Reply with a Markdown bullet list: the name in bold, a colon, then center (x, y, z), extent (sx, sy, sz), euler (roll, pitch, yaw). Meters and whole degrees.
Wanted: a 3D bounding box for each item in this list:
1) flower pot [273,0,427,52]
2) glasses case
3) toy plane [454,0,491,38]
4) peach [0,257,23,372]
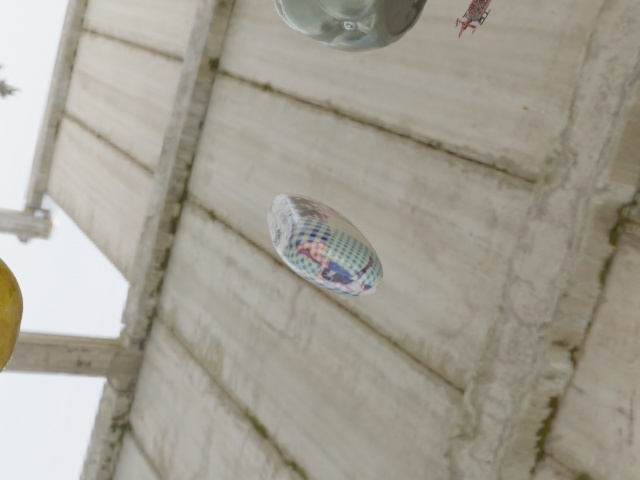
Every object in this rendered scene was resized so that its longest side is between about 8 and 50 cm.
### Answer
- **flower pot**: center (0.039, -0.380, 1.141), extent (0.195, 0.246, 0.246), euler (23, -76, 23)
- **glasses case**: center (0.000, 0.000, 1.091), extent (0.076, 0.125, 0.327), euler (-64, -167, 9)
- **toy plane**: center (0.266, -0.396, 1.434), extent (0.145, 0.037, 0.060), euler (-58, 168, -28)
- **peach**: center (-0.347, 0.084, 0.738), extent (0.103, 0.179, 0.179), euler (27, -74, 28)
